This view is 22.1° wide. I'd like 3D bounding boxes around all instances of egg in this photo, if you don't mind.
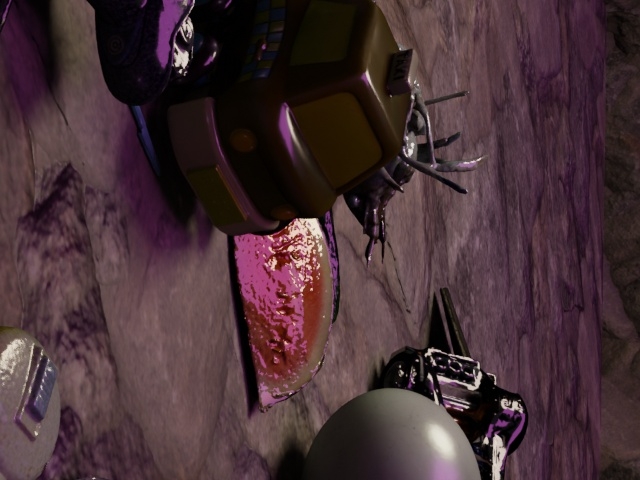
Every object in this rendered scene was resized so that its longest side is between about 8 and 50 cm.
[{"bbox_3d":[0.070,0.277,1.630,0.183,0.183,0.264,-33,124,-70],"label":"egg"}]

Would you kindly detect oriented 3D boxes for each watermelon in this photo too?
[{"bbox_3d":[-0.042,0.036,1.553,0.119,0.063,0.245,-10,96,-59],"label":"watermelon"}]

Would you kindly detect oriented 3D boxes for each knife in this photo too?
[{"bbox_3d":[-0.144,-0.089,1.330,0.014,0.005,0.091,-75,155,-49],"label":"knife"}]

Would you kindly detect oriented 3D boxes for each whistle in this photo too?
[{"bbox_3d":[-0.204,0.142,0.999,0.104,0.057,0.198,65,26,-47],"label":"whistle"}]

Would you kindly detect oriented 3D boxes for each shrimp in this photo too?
[{"bbox_3d":[0.069,-0.184,1.804,0.221,0.166,0.410,12,63,-70],"label":"shrimp"}]

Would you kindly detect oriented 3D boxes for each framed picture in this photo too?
[{"bbox_3d":[0.223,0.269,2.245,0.265,0.016,0.347,-104,178,-53],"label":"framed picture"}]

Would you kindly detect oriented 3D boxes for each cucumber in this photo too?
[{"bbox_3d":[0.000,0.000,1.725,0.036,0.033,0.184,-131,-147,-77],"label":"cucumber"}]

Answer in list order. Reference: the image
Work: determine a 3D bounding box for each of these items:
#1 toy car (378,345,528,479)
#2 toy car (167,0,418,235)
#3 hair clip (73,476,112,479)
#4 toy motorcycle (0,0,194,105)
[{"bbox_3d":[0.137,0.271,1.919,0.193,0.118,0.301,27,55,-27],"label":"toy car"},{"bbox_3d":[-0.009,-0.131,1.417,0.248,0.198,0.204,-79,150,-45],"label":"toy car"},{"bbox_3d":[-0.131,0.259,1.214,0.110,0.096,0.359,-55,143,-7],"label":"hair clip"},{"bbox_3d":[-0.162,-0.274,1.147,0.213,0.125,0.358,0,84,-64],"label":"toy motorcycle"}]
